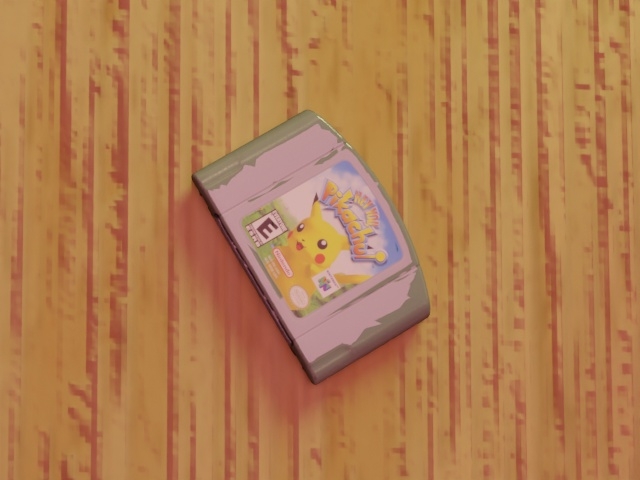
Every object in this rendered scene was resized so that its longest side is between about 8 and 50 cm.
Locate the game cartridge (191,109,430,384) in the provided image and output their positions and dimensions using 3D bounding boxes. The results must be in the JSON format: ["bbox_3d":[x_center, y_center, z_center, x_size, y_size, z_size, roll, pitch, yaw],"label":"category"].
[{"bbox_3d":[0.000,0.000,0.629,0.056,0.017,0.083,-31,89,-15],"label":"game cartridge"}]
